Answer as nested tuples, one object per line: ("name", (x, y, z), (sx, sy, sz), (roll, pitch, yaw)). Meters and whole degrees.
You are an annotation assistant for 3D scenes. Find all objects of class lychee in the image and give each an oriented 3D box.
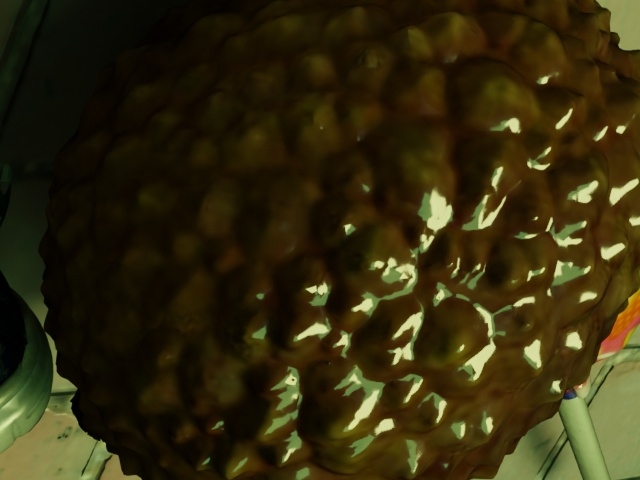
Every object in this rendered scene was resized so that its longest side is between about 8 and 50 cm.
("lychee", (0.000, 0.000, 0.526), (0.238, 0.200, 0.200), (-31, 150, 27))

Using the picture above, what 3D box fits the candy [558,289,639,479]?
("candy", (0.117, 0.059, 0.764), (0.124, 0.124, 0.365), (-39, 147, -6))

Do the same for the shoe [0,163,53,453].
("shoe", (-0.181, 0.046, 0.494), (0.207, 0.091, 0.106), (-30, 140, -26))
